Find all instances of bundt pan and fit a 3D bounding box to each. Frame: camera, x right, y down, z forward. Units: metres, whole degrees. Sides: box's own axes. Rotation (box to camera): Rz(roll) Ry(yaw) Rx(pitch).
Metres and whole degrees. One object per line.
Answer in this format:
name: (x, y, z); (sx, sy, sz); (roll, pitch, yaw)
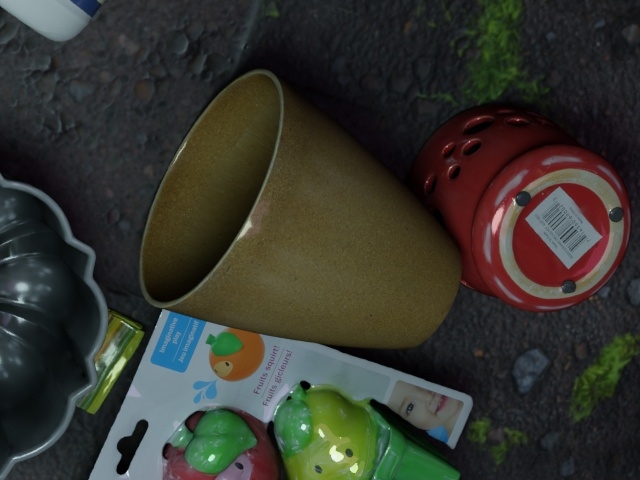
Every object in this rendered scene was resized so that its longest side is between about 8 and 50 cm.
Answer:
bundt pan: (-0.362, 0.061, 1.546); (0.331, 0.124, 0.331); (-6, 110, -15)

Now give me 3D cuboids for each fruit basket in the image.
fruit basket: (-0.052, 0.253, 1.702); (0.353, 0.165, 0.327); (20, 98, -30)

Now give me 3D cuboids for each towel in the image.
towel: (-0.291, 0.079, 1.651); (0.237, 0.021, 0.102); (27, 95, -24)

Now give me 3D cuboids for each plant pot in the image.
plant pot: (0.199, -0.026, 1.716); (0.191, 0.174, 0.191); (-6, 109, -16)
plant pot: (0.000, 0.000, 1.613); (0.254, 0.237, 0.237); (26, 96, -25)

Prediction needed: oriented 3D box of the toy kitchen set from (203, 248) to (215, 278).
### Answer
toy kitchen set: (-0.105, 0.055, 1.706); (0.068, 0.075, 0.083); (-6, 148, -15)

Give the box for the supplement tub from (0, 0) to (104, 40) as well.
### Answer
supplement tub: (-0.210, -0.356, 1.432); (0.235, 0.235, 0.325); (36, 91, -25)
